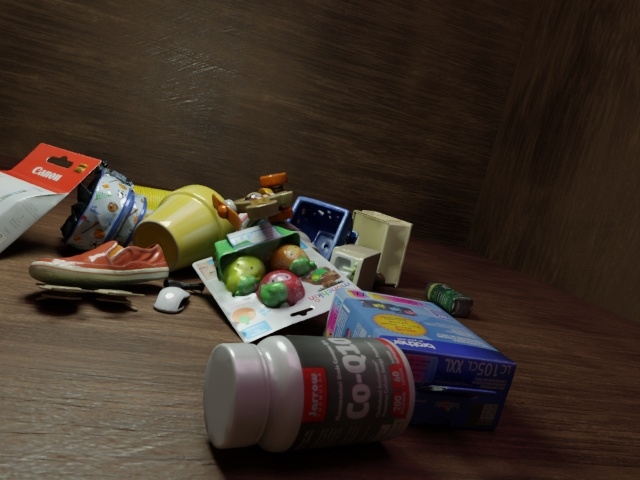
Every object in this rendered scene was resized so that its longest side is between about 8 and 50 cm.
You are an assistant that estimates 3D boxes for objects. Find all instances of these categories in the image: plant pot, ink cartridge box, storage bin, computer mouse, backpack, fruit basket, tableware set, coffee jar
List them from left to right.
[{"bbox_3d":[-0.843,-0.149,1.275,0.308,0.385,0.091,17,-33,27],"label":"ink cartridge box"},{"bbox_3d":[-0.497,0.123,1.010,0.194,0.039,0.128,12,-8,-44],"label":"tableware set"},{"bbox_3d":[-0.646,-0.073,1.398,0.213,0.276,0.263,24,8,-20],"label":"backpack"},{"bbox_3d":[-0.354,0.130,1.164,0.106,0.042,0.193,13,9,-6],"label":"computer mouse"},{"bbox_3d":[-0.423,-0.019,1.422,0.254,0.254,0.239,16,26,16],"label":"plant pot"},{"bbox_3d":[-0.117,0.089,1.201,0.327,0.165,0.353,-18,30,-26],"label":"fruit basket"},{"bbox_3d":[0.000,0.000,1.793,0.236,0.236,0.212,18,-16,28],"label":"plant pot"},{"bbox_3d":[0.221,0.026,1.933,0.123,0.262,0.260,5,12,-31],"label":"storage bin"},{"bbox_3d":[0.191,0.240,0.957,0.270,0.151,0.395,10,11,-16],"label":"ink cartridge box"},{"bbox_3d":[0.464,0.212,1.719,0.096,0.079,0.184,9,9,-23],"label":"coffee jar"}]

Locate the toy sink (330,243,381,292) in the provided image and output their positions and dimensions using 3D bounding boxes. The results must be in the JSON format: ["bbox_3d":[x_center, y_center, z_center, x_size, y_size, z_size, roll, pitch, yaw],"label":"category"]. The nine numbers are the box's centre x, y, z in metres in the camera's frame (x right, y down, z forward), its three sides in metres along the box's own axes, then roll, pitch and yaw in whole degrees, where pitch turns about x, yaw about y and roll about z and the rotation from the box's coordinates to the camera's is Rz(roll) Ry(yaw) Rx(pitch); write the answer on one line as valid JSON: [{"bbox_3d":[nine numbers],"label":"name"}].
[{"bbox_3d":[0.105,0.104,1.636,0.131,0.153,0.234,16,11,20],"label":"toy sink"}]

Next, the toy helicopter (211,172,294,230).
[{"bbox_3d":[-0.187,-0.100,1.314,0.235,0.140,0.355,-11,11,-8],"label":"toy helicopter"}]

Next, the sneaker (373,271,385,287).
[{"bbox_3d":[0.152,0.137,1.803,0.086,0.064,0.192,-4,17,-37],"label":"sneaker"}]

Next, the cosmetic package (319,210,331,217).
[{"bbox_3d":[0.081,-0.020,2.084,0.296,0.153,0.129,29,8,-27],"label":"cosmetic package"}]

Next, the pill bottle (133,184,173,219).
[{"bbox_3d":[-0.631,-0.099,1.700,0.334,0.188,0.188,8,10,-30],"label":"pill bottle"}]

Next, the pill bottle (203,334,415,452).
[{"bbox_3d":[-0.015,0.224,0.700,0.283,0.161,0.161,8,11,-30],"label":"pill bottle"}]

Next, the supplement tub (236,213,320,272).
[{"bbox_3d":[-0.149,0.022,1.522,0.272,0.191,0.191,38,22,33],"label":"supplement tub"}]

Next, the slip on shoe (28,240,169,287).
[{"bbox_3d":[-0.510,0.053,1.110,0.123,0.101,0.331,-16,-9,34],"label":"slip on shoe"}]
